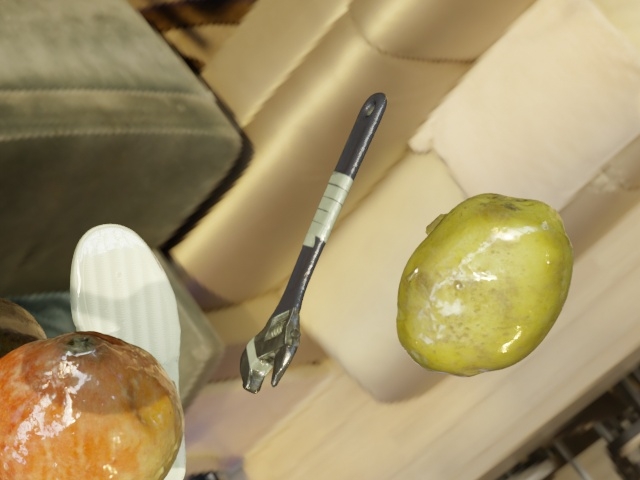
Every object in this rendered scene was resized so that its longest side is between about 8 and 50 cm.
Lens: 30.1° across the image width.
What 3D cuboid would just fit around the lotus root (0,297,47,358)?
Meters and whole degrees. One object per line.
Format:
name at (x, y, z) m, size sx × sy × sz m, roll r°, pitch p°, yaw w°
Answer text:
lotus root at (-0.448, 0.136, 1.569) m, size 0.123 × 0.124 × 0.241 m, roll -21°, pitch 159°, yaw 25°

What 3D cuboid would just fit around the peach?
peach at (-0.246, 0.175, 1.224) m, size 0.233 × 0.232 × 0.232 m, roll -32°, pitch 161°, yaw -13°

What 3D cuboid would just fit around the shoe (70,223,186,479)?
shoe at (-0.256, 0.154, 1.577) m, size 0.132 × 0.362 × 0.160 m, roll -11°, pitch -173°, yaw -17°

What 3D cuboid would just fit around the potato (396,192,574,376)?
potato at (0.193, 0.053, 1.415) m, size 0.197 × 0.148 × 0.228 m, roll 3°, pitch 111°, yaw -8°

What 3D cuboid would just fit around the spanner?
spanner at (0.000, 0.000, 1.132) m, size 0.315 × 0.024 × 0.087 m, roll -66°, pitch -160°, yaw -8°
